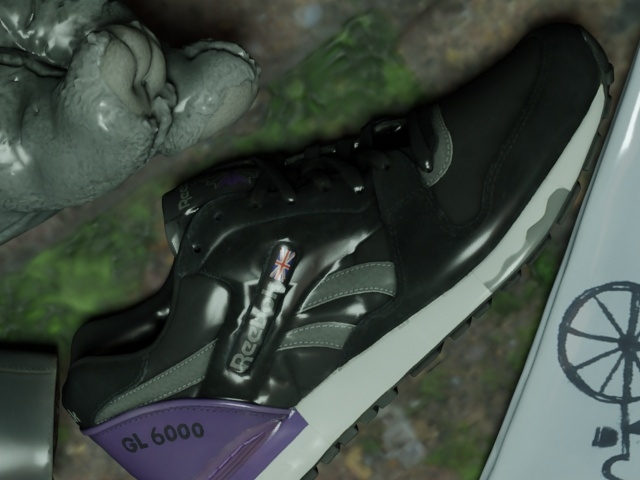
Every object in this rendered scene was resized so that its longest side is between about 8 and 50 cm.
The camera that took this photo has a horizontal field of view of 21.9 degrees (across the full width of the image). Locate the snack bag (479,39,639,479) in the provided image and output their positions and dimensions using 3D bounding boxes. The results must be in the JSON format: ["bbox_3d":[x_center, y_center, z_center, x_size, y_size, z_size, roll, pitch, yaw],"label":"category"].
[{"bbox_3d":[0.262,0.045,0.793,0.323,0.037,0.343,14,108,-10],"label":"snack bag"}]

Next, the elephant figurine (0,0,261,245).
[{"bbox_3d":[-0.141,-0.127,0.648,0.169,0.186,0.239,-18,103,46],"label":"elephant figurine"}]

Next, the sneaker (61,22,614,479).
[{"bbox_3d":[0.000,0.000,0.714,0.124,0.107,0.283,39,101,-13],"label":"sneaker"}]

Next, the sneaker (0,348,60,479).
[{"bbox_3d":[-0.184,0.149,0.755,0.118,0.083,0.222,8,107,-9],"label":"sneaker"}]
